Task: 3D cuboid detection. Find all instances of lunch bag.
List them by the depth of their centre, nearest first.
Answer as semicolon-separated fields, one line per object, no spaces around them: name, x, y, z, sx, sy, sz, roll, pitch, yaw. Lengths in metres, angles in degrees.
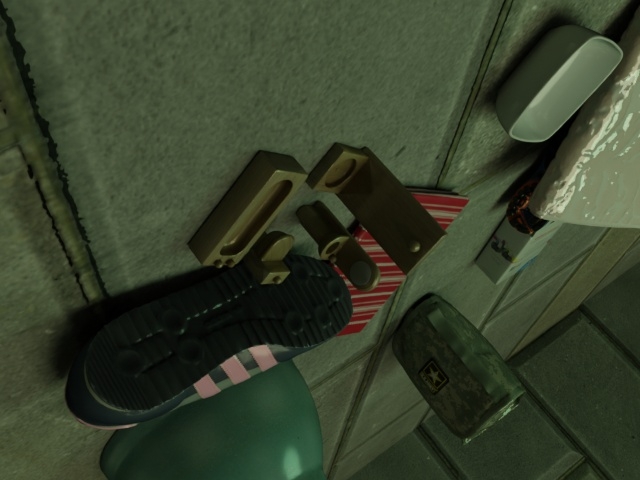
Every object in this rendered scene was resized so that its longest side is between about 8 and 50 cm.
lunch bag;0.258;0.243;1.340;0.169;0.235;0.287;-35;157;-3

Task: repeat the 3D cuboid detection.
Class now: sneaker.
sneaker;-0.108;0.098;0.718;0.319;0.112;0.131;-13;162;-42
sneaker;0.373;-0.110;1.093;0.221;0.083;0.087;-50;171;29

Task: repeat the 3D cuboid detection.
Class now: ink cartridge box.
ink cartridge box;0.361;-0.011;1.255;0.104;0.061;0.181;-25;154;-32

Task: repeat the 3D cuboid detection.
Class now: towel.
towel;0.061;0.036;0.929;0.199;0.031;0.275;-2;135;-53
towel;0.460;-0.168;0.977;0.317;0.053;0.332;3;120;-39

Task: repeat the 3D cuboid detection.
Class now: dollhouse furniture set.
dollhouse furniture set;0.000;0.000;0.644;0.144;0.123;0.151;-49;155;22

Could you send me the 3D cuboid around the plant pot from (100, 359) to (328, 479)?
plant pot;-0.111;0.300;0.936;0.293;0.196;0.293;-32;156;-16

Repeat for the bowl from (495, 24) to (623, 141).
bowl;0.262;-0.181;0.802;0.142;0.053;0.142;-6;140;-54
